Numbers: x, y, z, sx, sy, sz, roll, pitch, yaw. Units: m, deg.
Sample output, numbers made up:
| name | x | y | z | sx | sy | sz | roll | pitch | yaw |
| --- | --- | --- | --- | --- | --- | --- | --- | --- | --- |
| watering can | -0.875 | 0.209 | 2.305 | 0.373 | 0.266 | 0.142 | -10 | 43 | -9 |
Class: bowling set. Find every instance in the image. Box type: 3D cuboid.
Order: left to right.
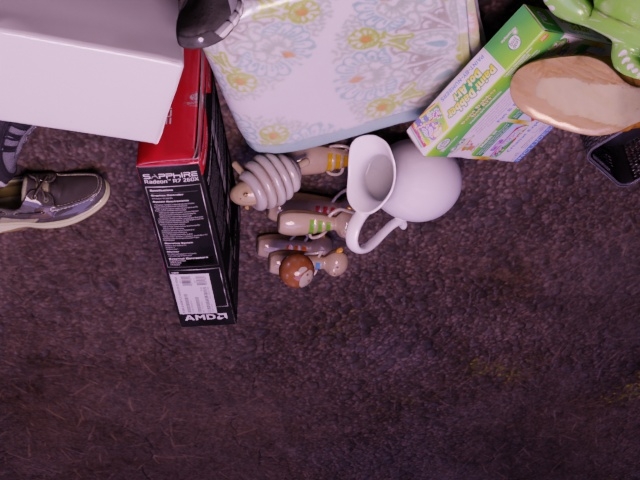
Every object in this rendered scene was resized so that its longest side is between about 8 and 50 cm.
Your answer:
| name | x | y | z | sx | sy | sz | roll | pitch | yaw |
| --- | --- | --- | --- | --- | --- | --- | --- | --- | --- |
| bowling set | 0.000 | 0.000 | 2.049 | 0.154 | 0.200 | 0.287 | 1 | 144 | -13 |

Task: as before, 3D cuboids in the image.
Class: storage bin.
| name | x | y | z | sx | sy | sz | roll | pitch | yaw |
| --- | --- | --- | --- | --- | --- | --- | --- | --- | --- |
| storage bin | 0.491 | -0.176 | 1.998 | 0.180 | 0.084 | 0.122 | -32 | 136 | 28 |

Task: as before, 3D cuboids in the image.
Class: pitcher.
| name | x | y | z | sx | sy | sz | roll | pitch | yaw |
| --- | --- | --- | --- | --- | --- | --- | --- | --- | --- |
| pitcher | 0.116 | -0.066 | 1.976 | 0.207 | 0.125 | 0.178 | -1 | 112 | -54 |

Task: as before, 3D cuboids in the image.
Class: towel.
| name | x | y | z | sx | sy | sz | roll | pitch | yaw |
| --- | --- | --- | --- | --- | --- | --- | --- | --- | --- |
| towel | 0.038 | -0.268 | 1.790 | 0.374 | 0.090 | 0.320 | -15 | 145 | 4 |

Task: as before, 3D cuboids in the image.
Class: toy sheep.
| name | x | y | z | sx | sy | sz | roll | pitch | yaw |
| --- | --- | --- | --- | --- | --- | --- | --- | --- | --- |
| toy sheep | -0.073 | -0.091 | 1.933 | 0.132 | 0.091 | 0.091 | -32 | 144 | -15 |

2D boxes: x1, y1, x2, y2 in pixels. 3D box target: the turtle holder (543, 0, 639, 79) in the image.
| name | x | y | z | sx | sy | sz | roll | pitch | yaw |
| --- | --- | --- | --- | --- | --- | --- | --- | --- | --- |
| turtle holder | 0.442 | -0.346 | 1.698 | 0.320 | 0.243 | 0.228 | 22 | 119 | 18 |

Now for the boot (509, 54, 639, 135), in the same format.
| name | x | y | z | sx | sy | sz | roll | pitch | yaw |
| --- | --- | --- | --- | --- | --- | --- | --- | --- | --- |
| boot | 0.397 | -0.200 | 1.813 | 0.295 | 0.211 | 0.104 | 3 | 99 | 2 |

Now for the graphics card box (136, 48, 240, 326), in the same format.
| name | x | y | z | sx | sy | sz | roll | pitch | yaw |
| --- | --- | --- | --- | --- | --- | --- | --- | --- | --- |
| graphics card box | -0.180 | -0.074 | 1.889 | 0.094 | 0.233 | 0.371 | -5 | 142 | 4 |

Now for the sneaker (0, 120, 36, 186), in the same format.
| name | x | y | z | sx | sy | sz | roll | pitch | yaw |
| --- | --- | --- | --- | --- | --- | --- | --- | --- | --- |
| sneaker | -0.399 | -0.172 | 1.834 | 0.153 | 0.101 | 0.269 | 3 | 137 | -9 |

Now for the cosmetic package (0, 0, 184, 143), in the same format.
| name | x | y | z | sx | sy | sz | roll | pitch | yaw |
| --- | --- | --- | --- | --- | --- | --- | --- | --- | --- |
| cosmetic package | -0.370 | -0.268 | 1.638 | 0.384 | 0.217 | 0.156 | 10 | 137 | -18 |

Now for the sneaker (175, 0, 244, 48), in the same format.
| name | x | y | z | sx | sy | sz | roll | pitch | yaw |
| --- | --- | --- | --- | --- | --- | --- | --- | --- | --- |
| sneaker | -0.137 | -0.343 | 1.595 | 0.086 | 0.229 | 0.132 | 0 | 137 | 24 |

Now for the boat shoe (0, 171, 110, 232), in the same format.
| name | x | y | z | sx | sy | sz | roll | pitch | yaw |
| --- | --- | --- | --- | --- | --- | --- | --- | --- | --- |
| boat shoe | -0.429 | -0.064 | 1.981 | 0.223 | 0.080 | 0.073 | -10 | 146 | 10 |

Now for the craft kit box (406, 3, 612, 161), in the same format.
| name | x | y | z | sx | sy | sz | roll | pitch | yaw |
| --- | --- | --- | --- | --- | --- | --- | --- | --- | --- |
| craft kit box | 0.279 | -0.210 | 1.851 | 0.246 | 0.061 | 0.250 | -4 | 144 | -52 |
